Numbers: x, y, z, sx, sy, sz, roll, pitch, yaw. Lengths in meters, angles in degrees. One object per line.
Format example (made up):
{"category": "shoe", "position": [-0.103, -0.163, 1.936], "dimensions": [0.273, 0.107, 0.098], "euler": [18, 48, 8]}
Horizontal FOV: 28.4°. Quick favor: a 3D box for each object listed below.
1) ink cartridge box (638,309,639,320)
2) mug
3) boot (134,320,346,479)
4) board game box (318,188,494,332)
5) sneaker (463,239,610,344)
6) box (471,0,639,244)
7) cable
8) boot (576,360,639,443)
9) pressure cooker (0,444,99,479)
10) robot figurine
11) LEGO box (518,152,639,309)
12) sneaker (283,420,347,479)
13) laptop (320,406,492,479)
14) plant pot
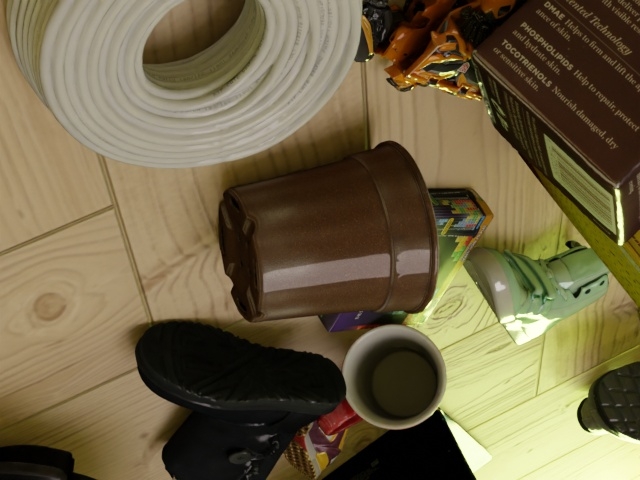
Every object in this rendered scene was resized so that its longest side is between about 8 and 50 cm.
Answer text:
{"category": "ink cartridge box", "position": [0.562, 0.035, 1.716], "dimensions": [0.235, 0.088, 0.193], "euler": [-22, 143, -13]}
{"category": "mug", "position": [0.072, 0.160, 1.435], "dimensions": [0.150, 0.113, 0.169], "euler": [-6, 170, 7]}
{"category": "boot", "position": [-0.120, 0.191, 1.344], "dimensions": [0.246, 0.094, 0.207], "euler": [13, 133, -33]}
{"category": "board game box", "position": [0.086, 0.021, 1.349], "dimensions": [0.141, 0.048, 0.170], "euler": [-4, 136, -38]}
{"category": "sneaker", "position": [0.256, 0.033, 1.455], "dimensions": [0.151, 0.094, 0.256], "euler": [-32, 157, 8]}
{"category": "box", "position": [0.261, -0.137, 1.051], "dimensions": [0.203, 0.167, 0.168], "euler": [-43, 158, -1]}
{"category": "cable", "position": [-0.095, -0.160, 0.935], "dimensions": [0.257, 0.089, 0.257], "euler": [-27, 144, -3]}
{"category": "boot", "position": [0.444, 0.241, 1.793], "dimensions": [0.338, 0.118, 0.223], "euler": [2, 163, -37]}
{"category": "pressure cooker", "position": [-0.300, 0.432, 1.232], "dimensions": [0.370, 0.420, 0.375], "euler": [-36, 117, 21]}
{"category": "robot figurine", "position": [0.149, -0.233, 1.057], "dimensions": [0.211, 0.085, 0.291], "euler": [7, 128, -43]}
{"category": "LEGO box", "position": [0.462, -0.040, 1.161], "dimensions": [0.372, 0.500, 0.193], "euler": [-34, 157, 2]}
{"category": "sneaker", "position": [-0.008, 0.198, 1.485], "dimensions": [0.084, 0.069, 0.185], "euler": [-42, 148, -30]}
{"category": "laptop", "position": [0.073, 0.423, 1.676], "dimensions": [0.382, 0.408, 0.236], "euler": [-38, 112, 5]}
{"category": "plant pot", "position": [0.000, 0.000, 1.170], "dimensions": [0.165, 0.167, 0.167], "euler": [-9, 140, -18]}
